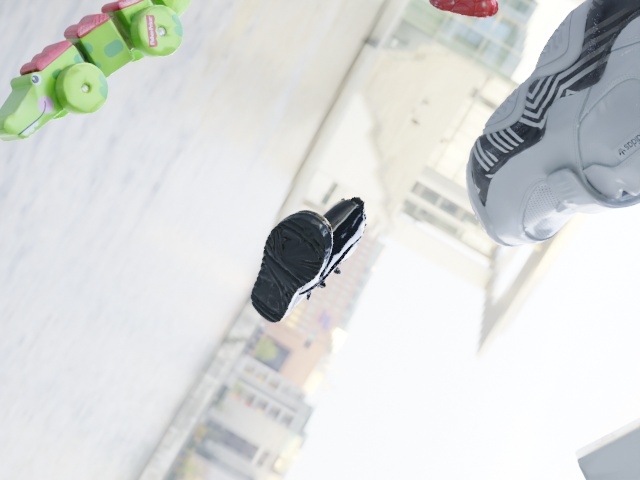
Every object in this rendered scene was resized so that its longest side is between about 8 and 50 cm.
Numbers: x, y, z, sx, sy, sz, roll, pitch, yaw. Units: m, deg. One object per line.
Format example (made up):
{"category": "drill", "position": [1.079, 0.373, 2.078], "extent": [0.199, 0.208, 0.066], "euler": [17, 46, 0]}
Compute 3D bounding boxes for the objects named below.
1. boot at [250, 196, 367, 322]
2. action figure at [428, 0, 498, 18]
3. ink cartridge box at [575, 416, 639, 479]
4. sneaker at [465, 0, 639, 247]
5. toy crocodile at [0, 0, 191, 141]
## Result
{"category": "boot", "position": [0.001, 0.000, 0.846], "extent": [0.099, 0.045, 0.121], "euler": [-42, 166, -40]}
{"category": "action figure", "position": [0.049, -0.273, 0.635], "extent": [0.091, 0.139, 0.280], "euler": [-36, 133, -26]}
{"category": "ink cartridge box", "position": [0.469, 0.204, 1.192], "extent": [0.395, 0.166, 0.285], "euler": [-29, 166, 6]}
{"category": "sneaker", "position": [0.241, -0.053, 0.851], "extent": [0.137, 0.210, 0.366], "euler": [-16, 154, -29]}
{"category": "toy crocodile", "position": [-0.289, -0.240, 1.487], "extent": [0.340, 0.105, 0.115], "euler": [-43, -154, -25]}
